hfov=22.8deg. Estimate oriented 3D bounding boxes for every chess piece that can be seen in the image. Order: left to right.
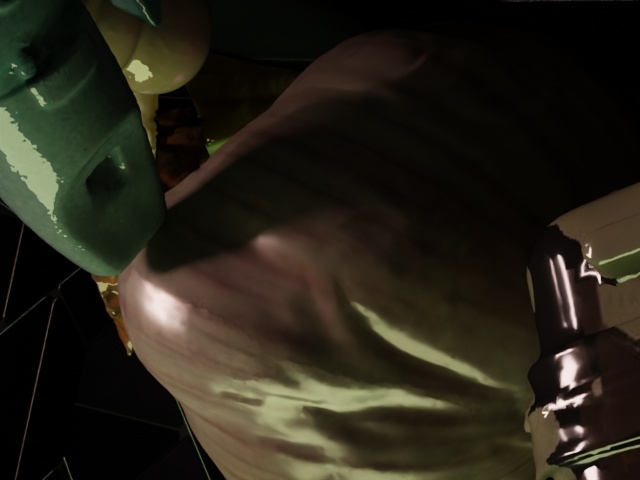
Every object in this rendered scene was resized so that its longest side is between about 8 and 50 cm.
[{"bbox_3d":[-0.130,-0.121,0.815,0.171,0.094,0.094,6,179,-37],"label":"chess piece"}]

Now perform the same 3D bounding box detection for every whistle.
[{"bbox_3d":[-0.139,-0.092,0.652,0.093,0.186,0.274,10,142,37],"label":"whistle"}]

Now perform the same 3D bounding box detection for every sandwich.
[{"bbox_3d":[-0.037,-0.114,1.101,0.116,0.074,0.074,-21,175,-2],"label":"sandwich"}]

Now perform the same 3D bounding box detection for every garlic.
[{"bbox_3d":[0.059,0.035,0.821,0.259,0.317,0.317,17,179,29],"label":"garlic"}]

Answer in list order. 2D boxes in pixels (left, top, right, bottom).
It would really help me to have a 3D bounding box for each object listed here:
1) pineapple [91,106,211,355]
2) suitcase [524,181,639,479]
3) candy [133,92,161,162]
[{"bbox_3d":[0.000,-0.002,1.299,0.357,0.222,0.223,2,174,9],"label":"pineapple"},{"bbox_3d":[0.285,0.034,0.627,0.352,0.193,0.339,-23,156,34],"label":"suitcase"},{"bbox_3d":[-0.245,-0.100,1.149,0.271,0.101,0.143,11,132,-3],"label":"candy"}]
